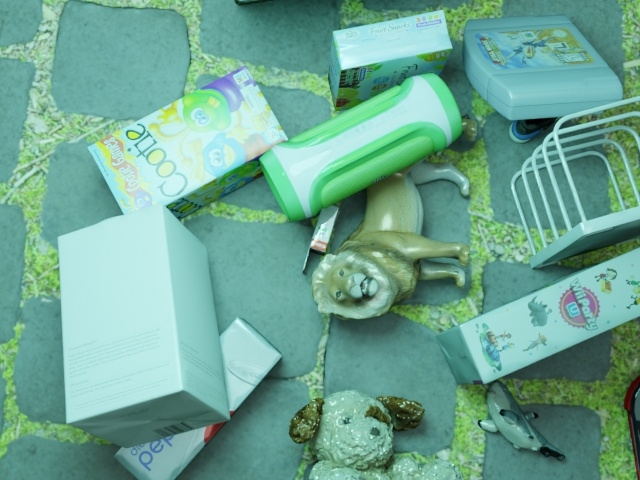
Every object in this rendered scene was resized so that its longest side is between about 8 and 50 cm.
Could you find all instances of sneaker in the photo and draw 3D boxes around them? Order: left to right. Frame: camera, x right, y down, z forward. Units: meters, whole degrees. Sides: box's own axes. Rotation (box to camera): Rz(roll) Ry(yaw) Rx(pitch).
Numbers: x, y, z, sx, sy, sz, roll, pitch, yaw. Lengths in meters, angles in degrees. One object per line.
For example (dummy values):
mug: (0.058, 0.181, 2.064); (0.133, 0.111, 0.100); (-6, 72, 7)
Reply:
sneaker: (0.385, -0.229, 1.418); (0.152, 0.084, 0.058); (-39, 85, -7)

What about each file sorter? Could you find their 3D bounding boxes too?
file sorter: (0.426, -0.084, 1.307); (0.192, 0.278, 0.173); (-15, 79, -4)

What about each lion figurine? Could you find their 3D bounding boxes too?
lion figurine: (0.122, -0.049, 1.370); (0.240, 0.142, 0.392); (5, 63, 6)

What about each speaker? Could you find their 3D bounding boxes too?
speaker: (0.062, -0.142, 1.286); (0.296, 0.131, 0.131); (-27, 84, -5)

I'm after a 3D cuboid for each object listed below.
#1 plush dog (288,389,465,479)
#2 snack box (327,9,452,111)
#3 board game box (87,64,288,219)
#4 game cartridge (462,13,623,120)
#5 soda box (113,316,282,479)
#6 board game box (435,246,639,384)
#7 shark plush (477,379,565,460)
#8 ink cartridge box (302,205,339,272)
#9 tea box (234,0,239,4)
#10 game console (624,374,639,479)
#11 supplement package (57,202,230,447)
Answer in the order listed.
plush dog: (0.061, 0.341, 1.303); (0.262, 0.210, 0.225); (3, 65, -29)
snack box: (0.105, -0.283, 1.354); (0.174, 0.207, 0.070); (-12, 83, -4)
board game box: (-0.204, -0.138, 1.355); (0.275, 0.142, 0.144); (-29, 84, -6)
game cartridge: (0.333, -0.284, 1.345); (0.198, 0.297, 0.062); (-1, 126, -5)
soda box: (-0.186, 0.256, 1.326); (0.098, 0.091, 0.286); (42, 83, 3)
board game box: (0.346, 0.120, 1.298); (0.303, 0.224, 0.098); (-24, 82, -5)
shark plush: (0.334, 0.296, 1.361); (0.161, 0.073, 0.067); (33, 52, 7)
ink cartridge box: (0.000, 0.000, 1.383); (0.029, 0.063, 0.115); (17, 83, 0)
tea box: (0.010, -0.499, 1.300); (0.328, 0.323, 0.220); (-10, 106, -3)
game console: (0.698, 0.359, 1.361); (0.386, 0.060, 0.342); (-7, 82, -2)
supplement package: (-0.259, 0.127, 1.241); (0.177, 0.175, 0.293); (-17, 62, 10)
